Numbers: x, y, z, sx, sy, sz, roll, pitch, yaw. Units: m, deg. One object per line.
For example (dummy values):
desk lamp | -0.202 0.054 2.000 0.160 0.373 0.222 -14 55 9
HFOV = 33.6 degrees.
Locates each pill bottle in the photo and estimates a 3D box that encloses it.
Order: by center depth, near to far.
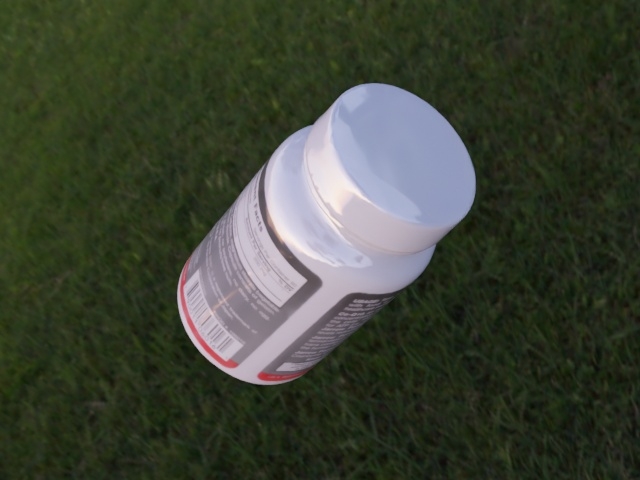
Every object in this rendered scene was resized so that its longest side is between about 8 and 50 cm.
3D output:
pill bottle | 0.000 0.000 0.923 0.283 0.161 0.161 -45 35 47
